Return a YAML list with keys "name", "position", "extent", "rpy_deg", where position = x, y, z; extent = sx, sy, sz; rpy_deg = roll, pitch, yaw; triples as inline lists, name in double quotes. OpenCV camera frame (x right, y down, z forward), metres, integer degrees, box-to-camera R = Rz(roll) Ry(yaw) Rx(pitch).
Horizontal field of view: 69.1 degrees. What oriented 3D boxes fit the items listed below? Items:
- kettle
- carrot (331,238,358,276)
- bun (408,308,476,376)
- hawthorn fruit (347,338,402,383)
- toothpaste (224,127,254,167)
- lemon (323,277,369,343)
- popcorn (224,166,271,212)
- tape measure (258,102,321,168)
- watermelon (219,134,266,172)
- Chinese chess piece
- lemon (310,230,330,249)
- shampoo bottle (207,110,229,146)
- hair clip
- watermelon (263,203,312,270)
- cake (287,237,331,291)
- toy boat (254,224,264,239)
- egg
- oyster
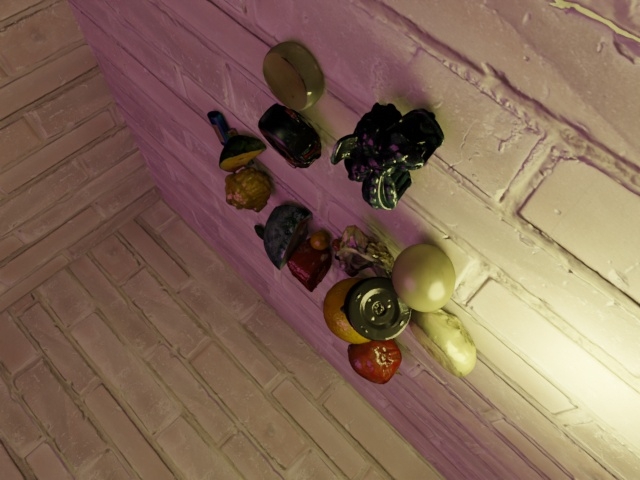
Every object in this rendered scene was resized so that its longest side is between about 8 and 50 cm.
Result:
- name: "kettle"
  position: [0.209, 0.227, 1.637]
  extent: [0.290, 0.268, 0.208]
  rpy_deg: [131, 128, -83]
- name: "carrot"
  position: [0.099, 0.071, 1.917]
  extent: [0.060, 0.060, 0.186]
  rpy_deg: [7, 132, 60]
- name: "bun"
  position: [0.428, 0.332, 1.604]
  extent: [0.287, 0.146, 0.287]
  rpy_deg: [52, 174, 8]
- name: "hawthorn fruit"
  position: [0.251, 0.537, 2.174]
  extent: [0.262, 0.258, 0.258]
  rpy_deg: [43, 160, 31]
- name: "toothpaste"
  position: [-0.347, -0.396, 1.997]
  extent: [0.037, 0.043, 0.179]
  rpy_deg: [18, 144, 48]
- name: "lemon"
  position: [0.145, 0.286, 1.913]
  extent: [0.293, 0.293, 0.293]
  rpy_deg: [40, 158, 20]
- name: "popcorn"
  position: [-0.324, -0.231, 2.039]
  extent: [0.203, 0.200, 0.226]
  rpy_deg: [29, -163, 18]
- name: "tape measure"
  position: [-0.089, -0.325, 1.453]
  extent: [0.223, 0.135, 0.202]
  rpy_deg: [43, -179, -5]
- name: "watermelon"
  position: [-0.341, -0.351, 1.921]
  extent: [0.129, 0.123, 0.301]
  rpy_deg: [27, 156, -25]
- name: "Chinese chess piece"
  position: [-0.076, -0.458, 1.303]
  extent: [0.188, 0.083, 0.188]
  rpy_deg: [37, 155, 21]
- name: "lemon"
  position: [0.000, 0.000, 1.950]
  extent: [0.082, 0.082, 0.110]
  rpy_deg: [52, 160, -11]
- name: "shampoo bottle"
  position: [-0.425, -0.469, 2.011]
  extent: [0.087, 0.050, 0.183]
  rpy_deg: [26, 150, 39]
- name: "hair clip"
  position: [0.152, -0.211, 1.144]
  extent: [0.206, 0.194, 0.310]
  rpy_deg: [39, 157, 7]
- name: "watermelon"
  position: [-0.131, -0.008, 2.044]
  extent: [0.213, 0.290, 0.319]
  rpy_deg: [18, 160, -40]
- name: "cake"
  position: [-0.042, 0.108, 2.085]
  extent: [0.151, 0.177, 0.283]
  rpy_deg: [42, 169, 19]
- name: "toy boat"
  position: [-0.303, -0.030, 2.544]
  extent: [0.210, 0.052, 0.104]
  rpy_deg: [28, 154, 45]
- name: "egg"
  position: [0.309, 0.115, 1.390]
  extent: [0.186, 0.186, 0.242]
  rpy_deg: [29, 153, 42]
- name: "oyster"
  position: [0.170, 0.064, 1.651]
  extent: [0.237, 0.115, 0.351]
  rpy_deg: [8, 152, 38]
